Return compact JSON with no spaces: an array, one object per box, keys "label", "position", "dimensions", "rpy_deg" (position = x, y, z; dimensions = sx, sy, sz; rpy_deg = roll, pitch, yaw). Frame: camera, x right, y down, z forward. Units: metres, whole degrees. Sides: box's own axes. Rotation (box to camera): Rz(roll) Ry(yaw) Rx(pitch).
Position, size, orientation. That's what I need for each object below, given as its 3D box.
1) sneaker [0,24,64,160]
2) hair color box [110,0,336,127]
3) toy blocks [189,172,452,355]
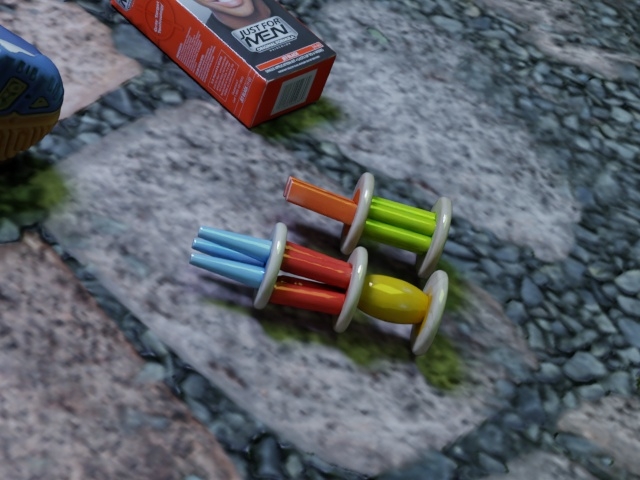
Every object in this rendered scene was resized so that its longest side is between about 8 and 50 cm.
[{"label":"sneaker","position":[-0.292,-0.123,1.120],"dimensions":[0.296,0.112,0.131],"rpy_deg":[8,41,-20]},{"label":"hair color box","position":[-0.065,-0.141,1.312],"dimensions":[0.141,0.043,0.072],"rpy_deg":[42,42,22]},{"label":"toy blocks","position":[0.000,0.000,1.175],"dimensions":[0.148,0.054,0.123],"rpy_deg":[17,40,-9]}]
